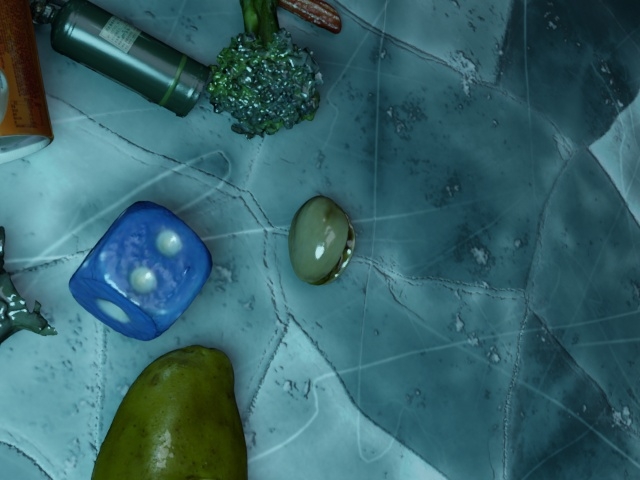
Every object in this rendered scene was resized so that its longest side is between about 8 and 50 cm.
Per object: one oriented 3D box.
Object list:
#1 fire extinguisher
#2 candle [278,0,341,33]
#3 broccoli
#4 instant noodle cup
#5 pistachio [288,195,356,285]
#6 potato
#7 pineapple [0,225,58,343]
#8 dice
[{"bbox_3d":[-0.316,-0.289,1.034,0.294,0.093,0.118,26,38,-20],"label":"fire extinguisher"},{"bbox_3d":[-0.101,-0.455,1.230,0.329,0.048,0.051,21,80,-24],"label":"candle"},{"bbox_3d":[-0.067,-0.296,1.152,0.199,0.177,0.274,34,43,-24],"label":"broccoli"},{"bbox_3d":[-0.451,-0.193,0.847,0.250,0.250,0.192,-18,93,-32],"label":"instant noodle cup"},{"bbox_3d":[0.000,0.000,1.121,0.113,0.113,0.149,23,72,-22],"label":"pistachio"},{"bbox_3d":[-0.187,0.313,0.891,0.196,0.176,0.369,5,67,0],"label":"potato"},{"bbox_3d":[-0.481,0.037,0.788,0.357,0.223,0.222,24,64,-34],"label":"pineapple"},{"bbox_3d":[-0.242,0.042,0.942,0.143,0.146,0.146,42,59,-14],"label":"dice"}]
